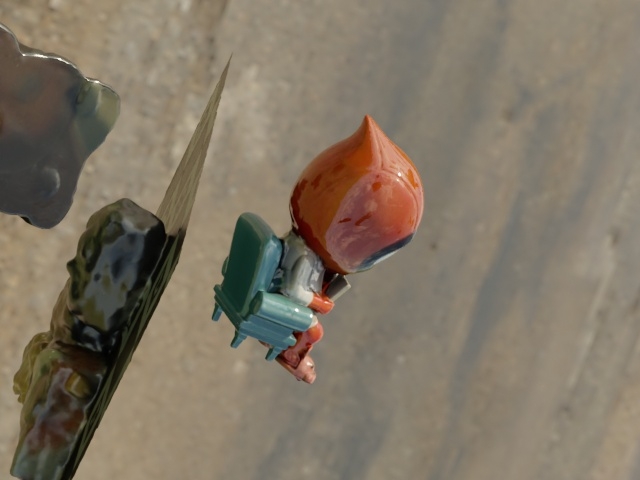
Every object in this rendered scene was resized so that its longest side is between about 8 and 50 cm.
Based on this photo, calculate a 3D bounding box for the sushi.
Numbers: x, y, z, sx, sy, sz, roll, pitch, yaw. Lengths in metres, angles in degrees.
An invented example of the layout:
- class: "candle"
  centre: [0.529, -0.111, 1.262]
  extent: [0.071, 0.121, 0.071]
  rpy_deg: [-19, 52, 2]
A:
- class: "sushi"
  centre: [-0.180, 0.055, 1.525]
  extent: [0.343, 0.064, 0.359]
  rpy_deg: [-82, -162, -59]

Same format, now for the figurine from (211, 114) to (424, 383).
- class: "figurine"
  centre: [0.000, 0.000, 1.040]
  extent: [0.140, 0.075, 0.068]
  rpy_deg: [-56, -154, 12]

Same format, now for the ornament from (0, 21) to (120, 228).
- class: "ornament"
  centre: [-0.282, -0.131, 1.268]
  extent: [0.251, 0.260, 0.106]
  rpy_deg: [31, 92, -40]
